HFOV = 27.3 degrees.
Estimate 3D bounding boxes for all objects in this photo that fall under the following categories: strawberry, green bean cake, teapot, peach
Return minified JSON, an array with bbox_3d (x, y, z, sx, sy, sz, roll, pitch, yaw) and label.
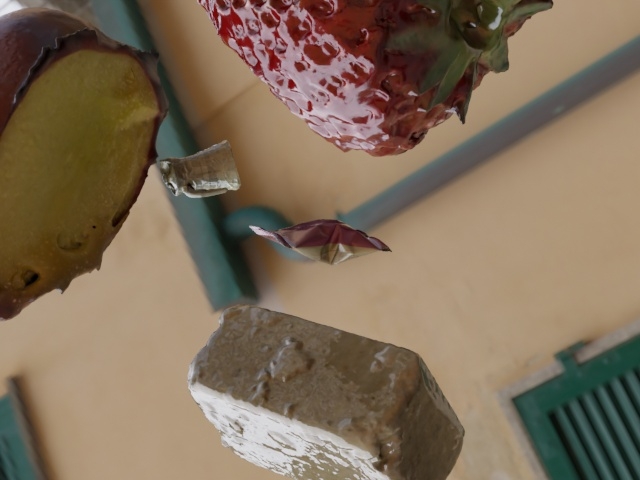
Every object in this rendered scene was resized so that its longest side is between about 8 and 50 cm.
[{"bbox_3d":[0.043,-0.235,1.283,0.292,0.291,0.310,41,170,-36],"label":"strawberry"},{"bbox_3d":[0.002,0.119,0.934,0.085,0.179,0.109,-55,-39,-27],"label":"green bean cake"},{"bbox_3d":[-0.134,-0.074,1.469,0.057,0.083,0.067,94,160,-49],"label":"teapot"},{"bbox_3d":[-0.339,-0.087,1.450,0.258,0.201,0.361,44,-120,-54],"label":"peach"}]

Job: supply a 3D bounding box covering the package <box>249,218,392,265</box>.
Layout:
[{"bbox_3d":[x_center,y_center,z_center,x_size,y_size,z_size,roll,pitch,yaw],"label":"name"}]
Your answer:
[{"bbox_3d":[0.000,0.000,0.886,0.083,0.029,0.059,4,-169,-26],"label":"package"}]
